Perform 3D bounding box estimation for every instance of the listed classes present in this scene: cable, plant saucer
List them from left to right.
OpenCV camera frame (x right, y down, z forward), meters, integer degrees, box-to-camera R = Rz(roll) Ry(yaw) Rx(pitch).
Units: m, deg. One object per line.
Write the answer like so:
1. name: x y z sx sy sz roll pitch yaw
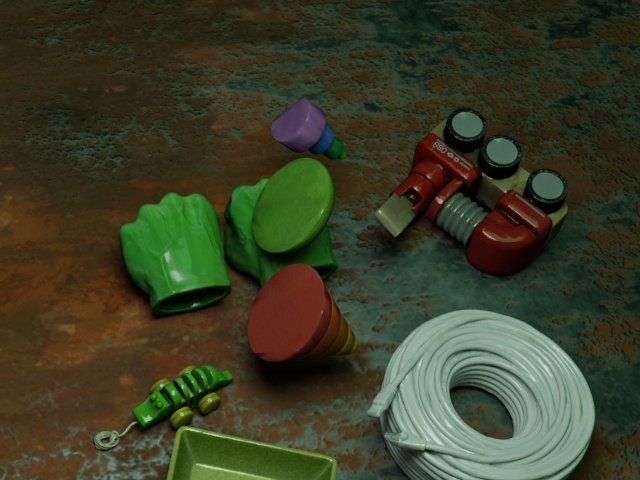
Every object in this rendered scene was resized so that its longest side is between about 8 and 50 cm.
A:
1. plant saucer: -0.086 0.313 1.505 0.188 0.045 0.188 13 49 -5
2. cable: 0.199 0.205 1.644 0.257 0.089 0.257 26 49 6

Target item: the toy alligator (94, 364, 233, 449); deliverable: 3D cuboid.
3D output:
1. toy alligator: -0.178 0.187 1.578 0.190 0.051 0.056 -25 61 -31

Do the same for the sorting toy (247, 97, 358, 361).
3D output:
1. sorting toy: 0.000 0.000 1.670 0.126 0.127 0.365 31 48 -39

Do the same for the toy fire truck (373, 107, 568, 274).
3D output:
1. toy fire truck: 0.184 -0.039 1.813 0.217 0.158 0.246 40 64 17

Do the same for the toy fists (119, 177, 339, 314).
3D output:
1. toy fists: -0.118 0.004 1.719 0.279 0.096 0.142 -10 68 -24
